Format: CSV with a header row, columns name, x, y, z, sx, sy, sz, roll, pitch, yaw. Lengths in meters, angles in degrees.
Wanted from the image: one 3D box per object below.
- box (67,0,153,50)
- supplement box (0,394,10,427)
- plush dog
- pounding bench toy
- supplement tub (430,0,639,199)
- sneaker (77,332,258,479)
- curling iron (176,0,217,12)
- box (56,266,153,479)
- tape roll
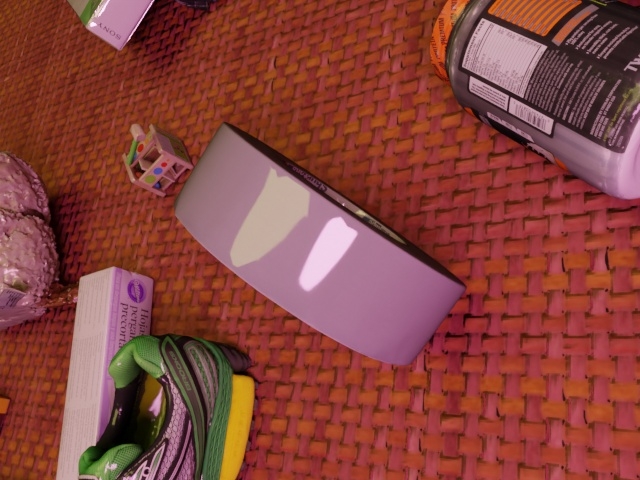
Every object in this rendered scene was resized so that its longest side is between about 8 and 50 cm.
name,x,y,z,sx,sy,sz,roll,pitch,yaw
box,-0.270,-0.410,0.912,0.232,0.058,0.322,-54,35,8
supplement box,-0.543,0.273,0.810,0.129,0.191,0.194,6,77,39
plush dog,-0.415,-0.012,0.834,0.211,0.262,0.225,-9,74,-2
pounding bench toy,-0.211,-0.100,0.774,0.065,0.083,0.052,-41,53,17
supplement tub,0.177,-0.122,0.468,0.117,0.117,0.190,-53,50,9
sneaker,-0.156,0.247,0.549,0.134,0.146,0.343,-16,61,34
curling iron,-0.077,-0.346,0.792,0.274,0.068,0.035,-8,67,29
box,-0.234,0.192,0.691,0.067,0.063,0.324,-17,63,30
tape roll,0.000,0.000,0.487,0.219,0.219,0.072,39,98,40
